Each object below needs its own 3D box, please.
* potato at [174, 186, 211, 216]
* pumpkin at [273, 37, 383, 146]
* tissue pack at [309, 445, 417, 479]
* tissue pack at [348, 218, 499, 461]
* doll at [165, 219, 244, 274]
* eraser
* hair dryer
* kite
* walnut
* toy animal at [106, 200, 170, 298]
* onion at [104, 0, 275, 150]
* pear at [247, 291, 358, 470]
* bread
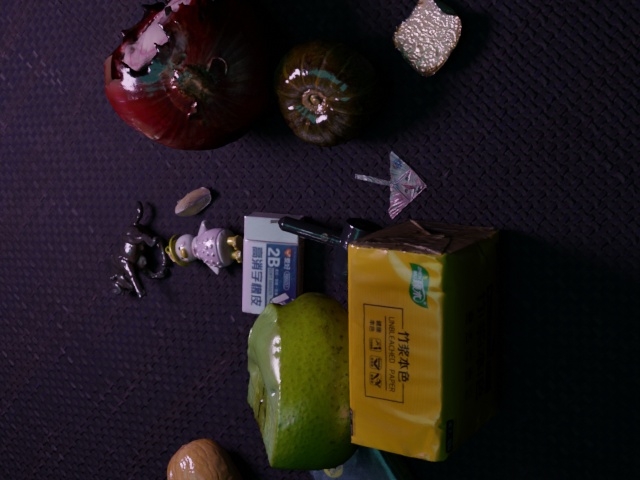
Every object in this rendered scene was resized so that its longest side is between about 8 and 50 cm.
[{"bbox_3d":[-0.277,-0.084,2.021,0.093,0.036,0.037,-30,49,10],"label":"potato"},{"bbox_3d":[0.013,-0.291,1.772,0.219,0.162,0.219,18,134,19],"label":"pumpkin"},{"bbox_3d":[0.111,0.527,1.922,0.185,0.081,0.257,-37,82,28],"label":"tissue pack"},{"bbox_3d":[0.197,0.170,1.691,0.228,0.293,0.381,4,102,31],"label":"tissue pack"},{"bbox_3d":[-0.253,0.017,1.999,0.207,0.081,0.129,-2,115,28],"label":"doll"},{"bbox_3d":[-0.100,0.050,1.928,0.125,0.068,0.210,5,103,13],"label":"eraser"},{"bbox_3d":[0.000,0.000,1.848,0.219,0.071,0.124,19,108,2],"label":"hair dryer"},{"bbox_3d":[0.139,-0.110,1.822,0.153,0.005,0.137,4,101,27],"label":"kite"},{"bbox_3d":[-0.260,0.549,2.068,0.165,0.165,0.197,-27,84,28],"label":"walnut"},{"bbox_3d":[-0.423,0.034,2.086,0.148,0.084,0.232,26,114,21],"label":"toy animal"},{"bbox_3d":[-0.241,-0.333,1.799,0.341,0.341,0.341,5,103,25],"label":"onion"},{"bbox_3d":[-0.019,0.254,1.820,0.239,0.342,0.318,3,104,-14],"label":"pear"},{"bbox_3d":[0.206,-0.384,1.714,0.126,0.044,0.129,47,119,19],"label":"bread"}]
